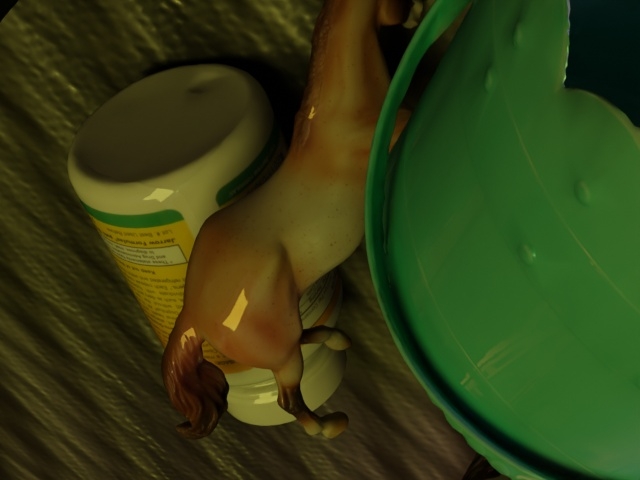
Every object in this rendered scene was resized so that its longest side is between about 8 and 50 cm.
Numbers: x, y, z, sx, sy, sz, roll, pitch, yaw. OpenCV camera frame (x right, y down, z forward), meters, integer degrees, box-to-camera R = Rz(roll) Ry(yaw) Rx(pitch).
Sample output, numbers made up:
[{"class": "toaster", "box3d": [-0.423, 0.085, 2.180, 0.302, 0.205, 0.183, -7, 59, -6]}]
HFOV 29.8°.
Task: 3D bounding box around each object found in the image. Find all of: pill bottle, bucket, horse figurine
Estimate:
[{"class": "pill bottle", "box3d": [-0.054, 0.011, 0.709, 0.118, 0.117, 0.208, -1, 134, 25]}, {"class": "bucket", "box3d": [0.161, -0.023, 0.469, 0.281, 0.281, 0.183, 27, 143, -5]}, {"class": "horse figurine", "box3d": [0.000, 0.000, 0.616, 0.066, 0.263, 0.174, 39, 180, 43]}]

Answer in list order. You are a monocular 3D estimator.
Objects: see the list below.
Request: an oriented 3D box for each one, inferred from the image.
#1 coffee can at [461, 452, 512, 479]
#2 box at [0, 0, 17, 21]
[{"class": "coffee can", "box3d": [0.170, 0.149, 0.605, 0.202, 0.275, 0.201, 23, 141, 20]}, {"class": "box", "box3d": [-0.213, -0.144, 0.498, 0.165, 0.270, 0.143, 30, 138, -7]}]
